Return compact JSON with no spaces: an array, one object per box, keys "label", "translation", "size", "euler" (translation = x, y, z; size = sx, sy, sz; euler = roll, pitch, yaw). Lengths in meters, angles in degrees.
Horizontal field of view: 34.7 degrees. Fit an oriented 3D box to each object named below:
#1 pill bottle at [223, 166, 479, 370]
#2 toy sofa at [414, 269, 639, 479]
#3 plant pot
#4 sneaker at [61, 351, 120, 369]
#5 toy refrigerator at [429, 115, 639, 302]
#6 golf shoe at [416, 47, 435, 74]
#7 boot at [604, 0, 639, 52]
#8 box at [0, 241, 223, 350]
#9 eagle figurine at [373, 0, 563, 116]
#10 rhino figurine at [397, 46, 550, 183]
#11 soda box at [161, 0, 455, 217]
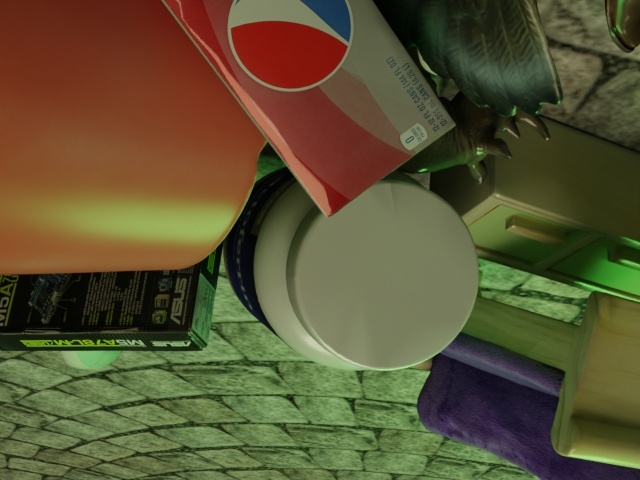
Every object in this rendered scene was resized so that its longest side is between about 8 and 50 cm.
[{"label":"pill bottle","translation":[0.016,0.015,0.783],"size":[0.153,0.153,0.265],"euler":[13,180,-14]},{"label":"toy sofa","translation":[0.154,0.114,0.879],"size":[0.150,0.177,0.362],"euler":[17,180,-28]},{"label":"plant pot","translation":[-0.175,-0.096,0.612],"size":[0.243,0.275,0.275],"euler":[12,154,-32]},{"label":"sneaker","translation":[-0.213,0.085,1.144],"size":[0.151,0.094,0.256],"euler":[2,155,1]},{"label":"toy refrigerator","translation":[0.231,-0.014,0.854],"size":[0.270,0.094,0.102],"euler":[17,152,-21]},{"label":"golf shoe","translation":[0.061,-0.173,0.606],"size":[0.086,0.067,0.186],"euler":[6,144,11]},{"label":"boot","translation":[0.229,-0.163,0.626],"size":[0.114,0.037,0.106],"euler":[-13,151,24]},{"label":"box","translation":[-0.173,-0.002,0.852],"size":[0.184,0.190,0.045],"euler":[-4,151,16]},{"label":"eagle figurine","translation":[0.085,-0.189,0.425],"size":[0.226,0.225,0.298],"euler":[21,-179,28]},{"label":"rhino figurine","translation":[0.047,-0.098,0.706],"size":[0.243,0.106,0.073],"euler":[13,153,-14]},{"label":"soda box","translation":[-0.044,-0.143,0.504],"size":[0.083,0.092,0.263],"euler":[-36,110,5]}]
